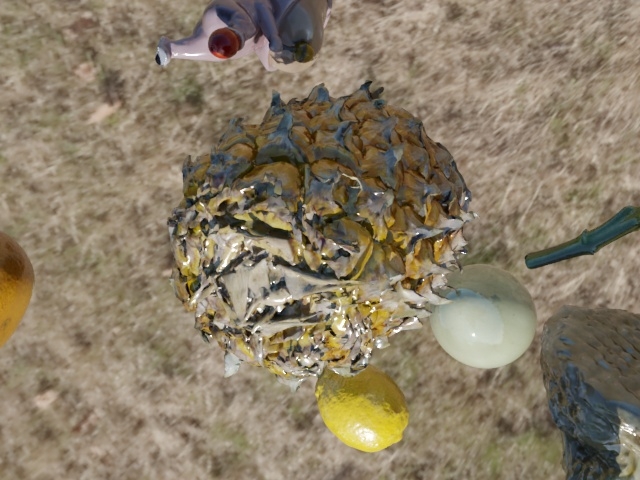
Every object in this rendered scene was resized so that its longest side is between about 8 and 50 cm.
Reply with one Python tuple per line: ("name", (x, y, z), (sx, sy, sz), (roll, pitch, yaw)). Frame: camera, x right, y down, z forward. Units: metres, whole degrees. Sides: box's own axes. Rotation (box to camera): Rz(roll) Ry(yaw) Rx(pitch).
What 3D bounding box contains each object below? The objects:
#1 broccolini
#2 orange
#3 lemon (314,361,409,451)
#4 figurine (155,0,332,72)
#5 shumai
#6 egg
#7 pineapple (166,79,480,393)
("broccolini", (0.216, -0.019, 0.671), (0.042, 0.044, 0.218), (34, 151, -21))
("orange", (-0.376, 0.056, 1.031), (0.124, 0.156, 0.156), (29, 121, 10))
("lemon", (0.058, 0.233, 1.406), (0.155, 0.114, 0.114), (43, 124, -7))
("figurine", (-0.088, -0.304, 1.445), (0.186, 0.287, 0.176), (49, 136, 12))
("shumai", (0.403, 0.252, 1.305), (0.314, 0.267, 0.263), (35, 127, 28))
("egg", (0.295, 0.137, 1.810), (0.188, 0.253, 0.189), (-9, 72, 28))
("pineapple", (-0.003, 0.000, 1.145), (0.352, 0.300, 0.353), (11, 119, 22))
